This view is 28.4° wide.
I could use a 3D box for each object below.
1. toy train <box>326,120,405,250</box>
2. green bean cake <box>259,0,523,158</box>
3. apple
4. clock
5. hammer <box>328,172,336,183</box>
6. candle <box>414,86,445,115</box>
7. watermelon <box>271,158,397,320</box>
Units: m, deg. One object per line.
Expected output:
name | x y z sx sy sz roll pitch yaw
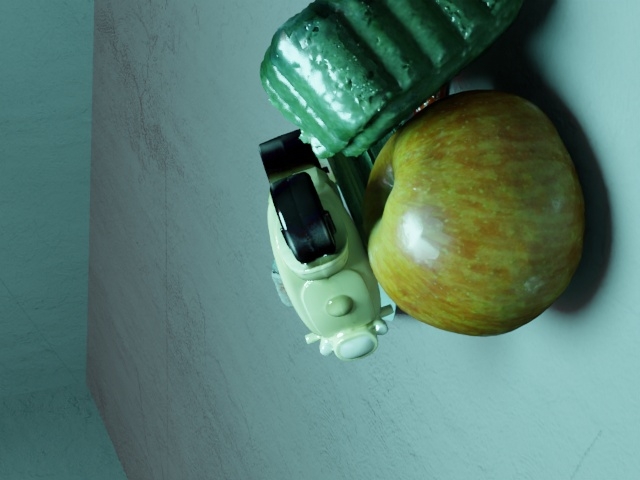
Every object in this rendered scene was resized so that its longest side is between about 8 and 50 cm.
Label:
toy train | 0.069 -0.086 1.791 0.189 0.126 0.307 -48 59 54
green bean cake | 0.072 -0.226 1.559 0.169 0.300 0.308 52 162 -1
apple | 0.172 -0.036 1.544 0.309 0.250 0.277 -124 33 -45
clock | 0.000 0.000 1.665 0.379 0.120 0.276 -97 -14 -69
hammer | 0.031 -0.102 1.945 0.062 0.199 0.013 45 174 42
candle | 0.154 -0.155 1.799 0.051 0.048 0.329 12 115 22
watermelon | 0.001 0.028 2.001 0.320 0.214 0.289 61 152 23
